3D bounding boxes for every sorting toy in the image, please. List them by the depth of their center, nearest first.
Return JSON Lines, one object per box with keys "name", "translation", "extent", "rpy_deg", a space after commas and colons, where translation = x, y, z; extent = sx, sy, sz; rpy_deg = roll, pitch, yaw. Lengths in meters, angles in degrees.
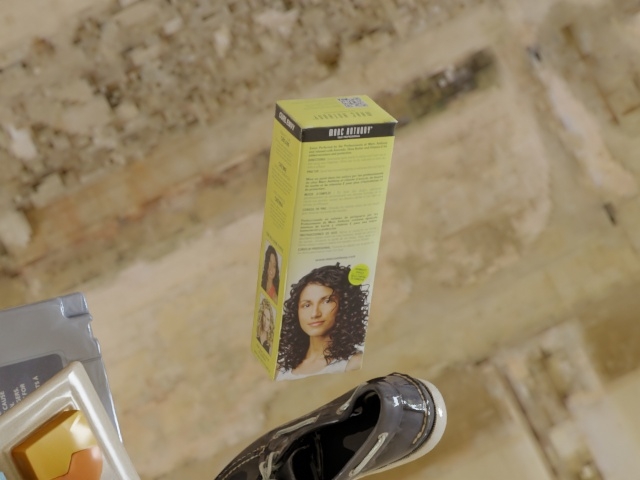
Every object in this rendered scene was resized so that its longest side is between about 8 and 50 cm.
{"name": "sorting toy", "translation": [-0.185, 0.211, 1.070], "extent": [0.038, 0.193, 0.208], "rpy_deg": [-11, -160, 40]}

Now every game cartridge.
{"name": "game cartridge", "translation": [-0.258, 0.205, 1.308], "extent": [0.196, 0.294, 0.060], "rpy_deg": [-12, 178, -28]}

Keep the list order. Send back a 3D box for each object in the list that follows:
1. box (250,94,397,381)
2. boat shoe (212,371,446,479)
{"name": "box", "translation": [0.000, 0.000, 1.280], "extent": [0.087, 0.232, 0.058], "rpy_deg": [-7, -151, -24]}
{"name": "boat shoe", "translation": [-0.015, 0.145, 1.037], "extent": [0.206, 0.075, 0.065], "rpy_deg": [-32, 153, 26]}
